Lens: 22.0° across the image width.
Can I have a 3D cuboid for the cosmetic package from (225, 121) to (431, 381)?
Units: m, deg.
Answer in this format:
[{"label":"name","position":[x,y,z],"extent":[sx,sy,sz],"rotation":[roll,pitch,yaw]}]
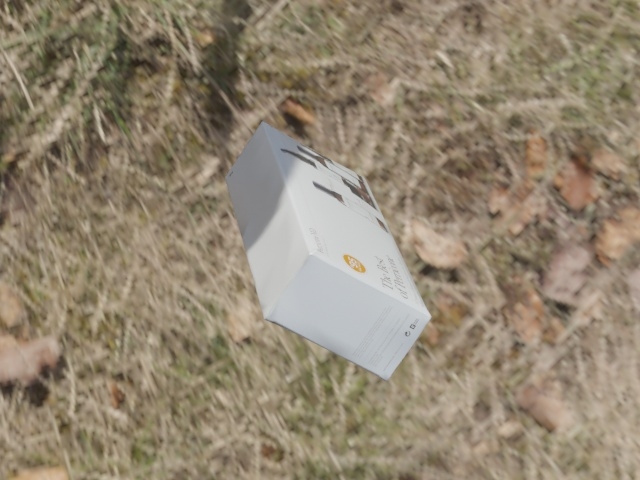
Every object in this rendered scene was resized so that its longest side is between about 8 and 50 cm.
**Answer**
[{"label":"cosmetic package","position":[0.000,0.000,1.152],"extent":[0.099,0.239,0.060],"rotation":[26,108,-20]}]
